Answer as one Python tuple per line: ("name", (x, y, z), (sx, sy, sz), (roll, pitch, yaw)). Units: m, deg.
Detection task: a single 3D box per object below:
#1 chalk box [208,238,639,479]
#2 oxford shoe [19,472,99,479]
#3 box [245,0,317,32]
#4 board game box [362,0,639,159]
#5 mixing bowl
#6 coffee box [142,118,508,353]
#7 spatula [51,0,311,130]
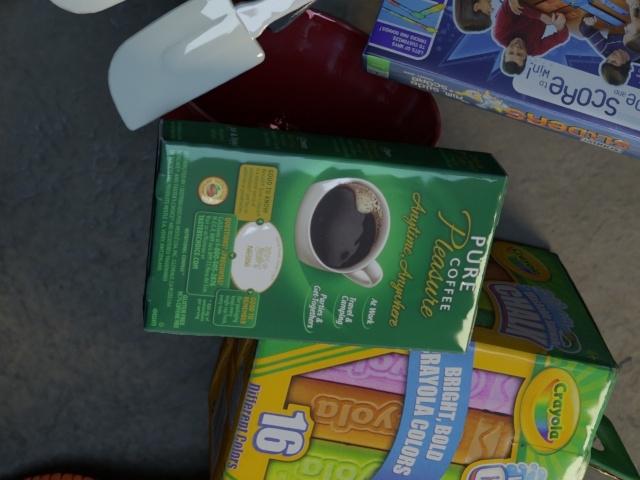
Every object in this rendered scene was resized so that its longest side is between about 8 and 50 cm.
("chalk box", (0.081, 0.103, 0.811), (0.289, 0.180, 0.179), (11, 112, -10))
("oxford shoe", (-0.135, 0.258, 0.894), (0.364, 0.130, 0.132), (-3, 142, 12))
("box", (0.006, -0.346, 0.612), (0.343, 0.179, 0.312), (-38, 112, 12))
("board game box", (0.142, -0.139, 0.728), (0.201, 0.035, 0.136), (19, 82, 5))
("mixing bowl", (-0.027, -0.064, 0.745), (0.181, 0.181, 0.098), (17, 126, -11))
("coffee box", (0.000, 0.000, 0.645), (0.184, 0.040, 0.113), (4, 114, -10))
("spatula", (-0.038, -0.174, 0.577), (0.242, 0.019, 0.168), (-27, 113, 12))
